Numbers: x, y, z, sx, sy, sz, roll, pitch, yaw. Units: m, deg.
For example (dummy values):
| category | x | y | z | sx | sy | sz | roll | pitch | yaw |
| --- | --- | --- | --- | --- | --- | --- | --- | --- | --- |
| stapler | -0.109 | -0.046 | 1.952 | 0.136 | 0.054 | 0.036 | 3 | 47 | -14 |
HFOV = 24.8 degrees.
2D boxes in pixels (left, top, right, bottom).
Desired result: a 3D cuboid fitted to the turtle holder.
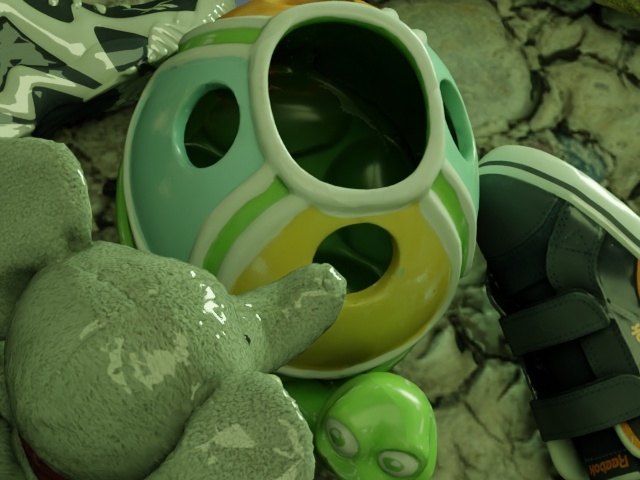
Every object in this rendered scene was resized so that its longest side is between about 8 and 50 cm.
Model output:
| category | x | y | z | sx | sy | sz | roll | pitch | yaw |
| --- | --- | --- | --- | --- | --- | --- | --- | --- | --- |
| turtle holder | -0.016 | -0.012 | 0.932 | 0.243 | 0.227 | 0.320 | 21 | 65 | -6 |

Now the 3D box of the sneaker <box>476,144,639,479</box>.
| category | x | y | z | sx | sy | sz | roll | pitch | yaw |
| --- | --- | --- | --- | --- | --- | --- | --- | --- | --- |
| sneaker | 0.198 | 0.083 | 0.991 | 0.321 | 0.126 | 0.127 | 47 | 63 | -3 |

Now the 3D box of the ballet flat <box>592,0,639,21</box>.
| category | x | y | z | sx | sy | sz | roll | pitch | yaw |
| --- | --- | --- | --- | --- | --- | --- | --- | --- | --- |
| ballet flat | 0.216 | -0.249 | 1.149 | 0.349 | 0.123 | 0.123 | 21 | 65 | -5 |

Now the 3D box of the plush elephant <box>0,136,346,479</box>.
| category | x | y | z | sx | sy | sz | roll | pitch | yaw |
| --- | --- | --- | --- | --- | --- | --- | --- | --- | --- |
| plush elephant | -0.097 | 0.089 | 0.742 | 0.330 | 0.255 | 0.272 | -12 | 60 | -52 |

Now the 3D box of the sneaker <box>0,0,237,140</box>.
| category | x | y | z | sx | sy | sz | roll | pitch | yaw |
| --- | --- | --- | --- | --- | --- | --- | --- | --- | --- |
| sneaker | -0.187 | -0.158 | 1.017 | 0.235 | 0.094 | 0.153 | -31 | 86 | -11 |

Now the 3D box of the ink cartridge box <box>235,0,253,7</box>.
| category | x | y | z | sx | sy | sz | roll | pitch | yaw |
| --- | --- | --- | --- | --- | --- | --- | --- | --- | --- |
| ink cartridge box | 0.028 | -0.308 | 1.075 | 0.371 | 0.069 | 0.175 | -41 | 97 | -4 |
